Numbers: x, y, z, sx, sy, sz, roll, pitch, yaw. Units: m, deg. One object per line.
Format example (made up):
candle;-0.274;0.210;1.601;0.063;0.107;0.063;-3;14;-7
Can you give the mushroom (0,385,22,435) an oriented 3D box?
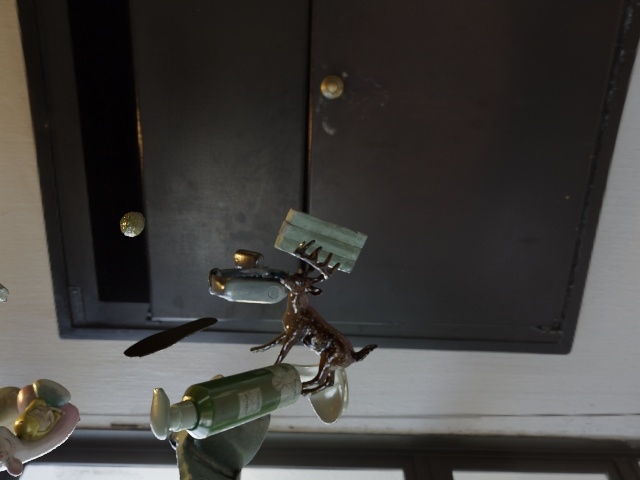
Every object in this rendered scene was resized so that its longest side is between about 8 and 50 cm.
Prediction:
mushroom;-1.212;0.643;1.634;0.254;0.234;0.260;-51;-30;-1

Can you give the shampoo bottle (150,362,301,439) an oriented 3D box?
shampoo bottle;-0.109;0.193;0.535;0.205;0.065;0.065;6;-95;-53

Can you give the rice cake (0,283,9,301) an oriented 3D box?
rice cake;-1.006;0.096;1.275;0.052;0.256;0.057;-53;-17;-20

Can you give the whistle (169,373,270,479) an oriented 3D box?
whistle;-0.252;0.489;1.037;0.188;0.168;0.404;-44;13;18

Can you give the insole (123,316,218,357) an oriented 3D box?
insole;-0.445;0.287;1.334;0.328;0.111;0.007;-17;-68;-55

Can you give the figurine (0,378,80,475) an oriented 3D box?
figurine;-0.820;0.472;1.117;0.284;0.207;0.315;61;-175;-10

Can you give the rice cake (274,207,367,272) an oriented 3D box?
rice cake;0.000;0.000;1.110;0.124;0.211;0.038;-65;12;2

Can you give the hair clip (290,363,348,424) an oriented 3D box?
hair clip;0.020;0.526;1.565;0.113;0.173;0.281;-53;-53;-72

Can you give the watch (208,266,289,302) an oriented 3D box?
watch;-0.179;0.108;1.111;0.193;0.207;0.068;-156;68;-75

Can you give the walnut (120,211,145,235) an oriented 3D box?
walnut;-0.652;-0.058;1.523;0.092;0.092;0.092;-178;90;-88

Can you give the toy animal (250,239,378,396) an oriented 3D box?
toy animal;-0.016;0.153;0.828;0.260;0.243;0.087;-48;17;7

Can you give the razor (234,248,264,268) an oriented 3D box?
razor;-0.300;0.085;1.829;0.054;0.148;0.089;-9;-74;-51
